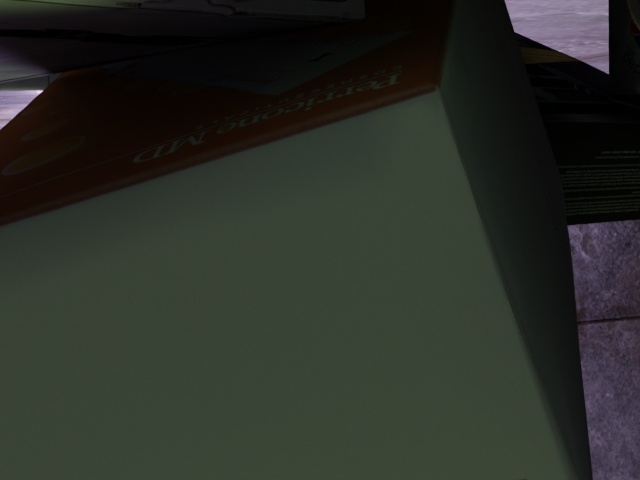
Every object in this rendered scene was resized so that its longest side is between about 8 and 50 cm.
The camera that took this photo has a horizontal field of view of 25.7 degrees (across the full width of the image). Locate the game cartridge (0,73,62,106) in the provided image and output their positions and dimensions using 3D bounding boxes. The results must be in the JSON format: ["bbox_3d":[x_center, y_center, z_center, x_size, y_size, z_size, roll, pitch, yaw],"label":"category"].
[{"bbox_3d":[-0.339,-0.149,1.254,0.297,0.062,0.198,-3,178,-17],"label":"game cartridge"}]

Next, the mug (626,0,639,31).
[{"bbox_3d":[0.246,-0.145,0.764,0.113,0.150,0.169,40,-161,26],"label":"mug"}]

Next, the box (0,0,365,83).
[{"bbox_3d":[-0.140,-0.117,0.560,0.169,0.087,0.290,-4,-177,-42],"label":"box"}]

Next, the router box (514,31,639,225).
[{"bbox_3d":[0.080,-0.094,0.969,0.309,0.081,0.243,-4,-151,-44],"label":"router box"}]

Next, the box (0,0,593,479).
[{"bbox_3d":[-0.013,-0.010,0.616,0.215,0.168,0.345,-16,-161,14],"label":"box"}]

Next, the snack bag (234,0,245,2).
[{"bbox_3d":[0.078,-0.117,0.281,0.343,0.037,0.323,-13,180,16],"label":"snack bag"}]

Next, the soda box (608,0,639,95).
[{"bbox_3d":[0.341,-0.147,0.978,0.286,0.091,0.098,-3,-176,-28],"label":"soda box"}]
